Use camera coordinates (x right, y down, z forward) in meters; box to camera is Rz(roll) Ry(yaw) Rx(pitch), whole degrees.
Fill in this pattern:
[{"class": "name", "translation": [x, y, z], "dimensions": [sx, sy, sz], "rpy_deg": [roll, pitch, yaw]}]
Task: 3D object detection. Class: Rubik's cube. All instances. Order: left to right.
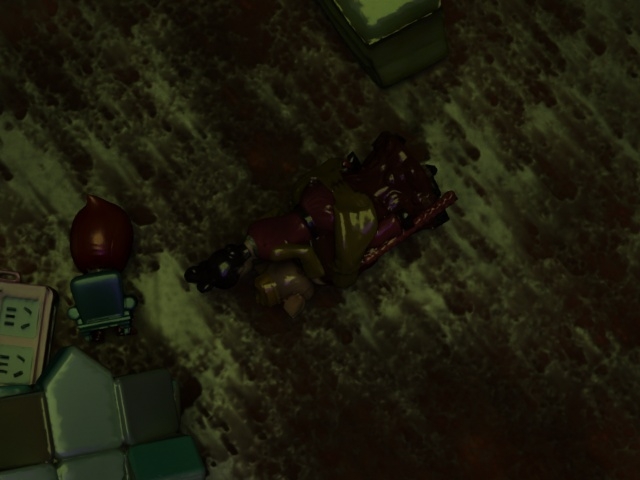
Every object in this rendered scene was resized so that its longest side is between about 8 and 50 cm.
[{"class": "Rubik's cube", "translation": [-0.216, 0.225, 1.156], "dimensions": [0.224, 0.213, 0.265], "rpy_deg": [-1, 85, -20]}]

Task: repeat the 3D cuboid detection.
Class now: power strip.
[{"class": "power strip", "translation": [-0.324, 0.165, 1.272], "dimensions": [0.109, 0.037, 0.279], "rpy_deg": [7, 82, -1]}]

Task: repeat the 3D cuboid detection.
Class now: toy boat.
[{"class": "toy boat", "translation": [0.031, -0.290, 1.316], "dimensions": [0.111, 0.084, 0.276], "rpy_deg": [-28, 85, -2]}]

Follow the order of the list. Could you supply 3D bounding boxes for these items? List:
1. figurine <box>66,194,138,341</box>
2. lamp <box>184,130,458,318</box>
[{"class": "figurine", "translation": [-0.212, 0.027, 1.274], "dimensions": [0.068, 0.075, 0.140], "rpy_deg": [-7, 85, -1]}, {"class": "lamp", "translation": [0.000, 0.000, 1.265], "dimensions": [0.253, 0.118, 0.118], "rpy_deg": [-36, 84, -6]}]
